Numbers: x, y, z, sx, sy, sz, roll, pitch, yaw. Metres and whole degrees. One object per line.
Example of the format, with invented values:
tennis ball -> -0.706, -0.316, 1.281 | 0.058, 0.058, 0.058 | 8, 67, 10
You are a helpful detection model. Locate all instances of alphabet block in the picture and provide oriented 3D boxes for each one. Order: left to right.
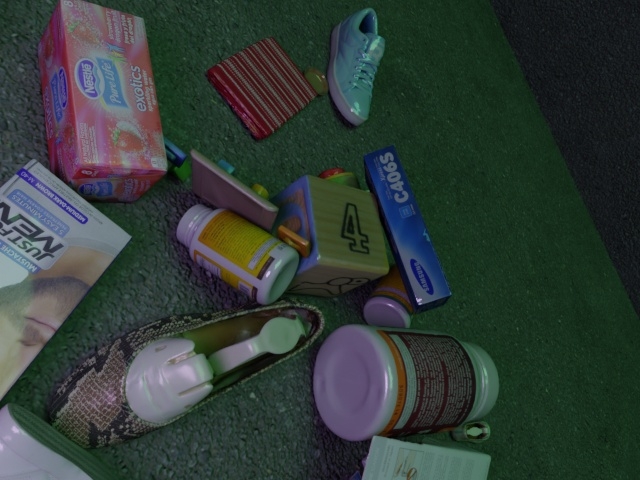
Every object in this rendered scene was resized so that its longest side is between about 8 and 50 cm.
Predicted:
alphabet block -> 0.000, 0.000, 1.089 | 0.197, 0.192, 0.193 | 12, 63, -40

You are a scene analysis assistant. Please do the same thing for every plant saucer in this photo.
plant saucer -> -0.015, -0.427, 1.393 | 0.083, 0.015, 0.083 | 19, 59, -36

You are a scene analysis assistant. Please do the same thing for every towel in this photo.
towel -> -0.132, -0.376, 1.252 | 0.199, 0.031, 0.275 | 50, 44, -11

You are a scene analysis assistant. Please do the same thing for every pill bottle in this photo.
pill bottle -> -0.154, 0.018, 0.943 | 0.215, 0.117, 0.117 | 30, 44, 15
pill bottle -> 0.198, 0.128, 1.270 | 0.117, 0.117, 0.208 | 52, 45, -12
pill bottle -> 0.197, 0.304, 1.117 | 0.392, 0.224, 0.224 | 12, 64, -38

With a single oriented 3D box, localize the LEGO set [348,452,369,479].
LEGO set -> 0.086, 0.557, 1.042 | 0.244, 0.060, 0.182 | -15, 82, -57

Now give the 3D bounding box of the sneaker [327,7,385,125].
sneaker -> 0.110, -0.503, 1.445 | 0.135, 0.150, 0.366 | 13, 63, -38

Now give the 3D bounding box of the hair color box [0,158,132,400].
hair color box -> -0.445, 0.068, 0.715 | 0.185, 0.110, 0.339 | 43, 50, -22

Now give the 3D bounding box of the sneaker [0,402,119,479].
sneaker -> -0.369, 0.360, 0.674 | 0.169, 0.108, 0.292 | -44, 121, -19

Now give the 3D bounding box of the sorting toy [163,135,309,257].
sorting toy -> -0.155, -0.084, 0.956 | 0.348, 0.196, 0.047 | 36, 70, 1

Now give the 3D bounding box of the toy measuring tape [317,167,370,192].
toy measuring tape -> 0.085, -0.122, 1.280 | 0.330, 0.121, 0.121 | -8, 78, -44

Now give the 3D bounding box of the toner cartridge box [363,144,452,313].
toner cartridge box -> 0.186, -0.019, 1.146 | 0.165, 0.075, 0.348 | 61, 11, -73

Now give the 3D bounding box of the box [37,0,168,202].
box -> -0.374, -0.228, 0.877 | 0.142, 0.154, 0.300 | -1, 73, -43

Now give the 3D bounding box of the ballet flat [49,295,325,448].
ballet flat -> -0.175, 0.188, 0.851 | 0.483, 0.182, 0.164 | -16, 91, -45

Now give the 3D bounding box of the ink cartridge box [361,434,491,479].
ink cartridge box -> 0.167, 0.543, 1.005 | 0.385, 0.091, 0.308 | 25, 76, -35

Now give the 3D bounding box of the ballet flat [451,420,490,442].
ballet flat -> 0.408, 0.500, 1.345 | 0.168, 0.052, 0.057 | 10, 65, -40
